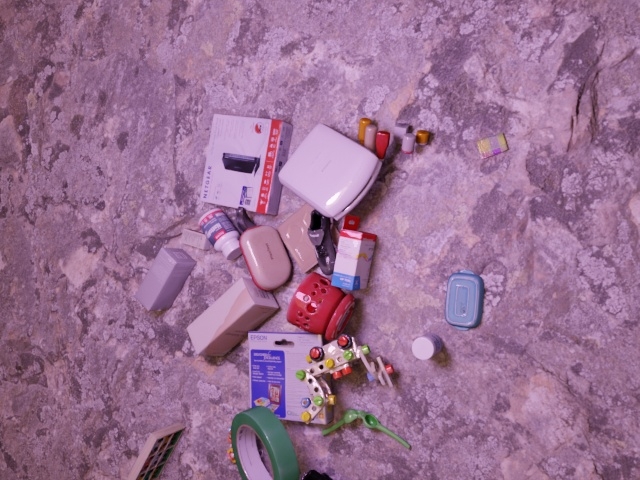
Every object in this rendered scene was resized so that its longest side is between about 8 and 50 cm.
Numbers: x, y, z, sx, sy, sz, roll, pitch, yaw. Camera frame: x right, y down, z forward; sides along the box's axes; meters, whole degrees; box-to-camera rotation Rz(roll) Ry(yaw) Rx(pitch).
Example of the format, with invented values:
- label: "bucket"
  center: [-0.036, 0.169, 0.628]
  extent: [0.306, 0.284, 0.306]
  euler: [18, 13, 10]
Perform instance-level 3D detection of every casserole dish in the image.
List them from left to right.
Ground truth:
- label: "casserole dish"
  center: [0.435, 0.184, 1.673]
  extent: [0.114, 0.037, 0.188]
  euler: [5, 92, 27]

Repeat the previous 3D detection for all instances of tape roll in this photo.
- label: "tape roll"
  center: [-0.191, 0.720, 1.833]
  extent: [0.321, 0.077, 0.321]
  euler: [19, 114, 49]

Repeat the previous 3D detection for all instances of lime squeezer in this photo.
- label: "lime squeezer"
  center: [0.137, 0.611, 1.796]
  extent: [0.311, 0.059, 0.109]
  euler: [-1, 88, 25]

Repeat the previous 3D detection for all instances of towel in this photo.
- label: "towel"
  center: [0.518, -0.286, 1.659]
  extent: [0.083, 0.009, 0.060]
  euler: [-18, 80, 24]

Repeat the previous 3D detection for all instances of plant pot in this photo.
- label: "plant pot"
  center: [0.008, 0.223, 1.802]
  extent: [0.174, 0.191, 0.191]
  euler: [27, 100, 15]

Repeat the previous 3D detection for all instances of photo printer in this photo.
- label: "photo printer"
  center: [0.035, -0.220, 1.776]
  extent: [0.256, 0.107, 0.307]
  euler: [-51, 50, 1]

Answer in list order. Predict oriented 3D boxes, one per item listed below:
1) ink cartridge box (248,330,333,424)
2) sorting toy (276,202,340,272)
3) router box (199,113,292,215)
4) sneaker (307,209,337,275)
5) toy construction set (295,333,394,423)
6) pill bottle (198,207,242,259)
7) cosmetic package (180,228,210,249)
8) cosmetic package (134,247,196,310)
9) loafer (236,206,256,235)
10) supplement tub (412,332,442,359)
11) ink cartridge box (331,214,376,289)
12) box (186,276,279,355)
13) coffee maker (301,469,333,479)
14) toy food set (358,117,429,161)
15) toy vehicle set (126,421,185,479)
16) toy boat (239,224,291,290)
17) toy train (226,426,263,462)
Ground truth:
- label: "ink cartridge box"
  center: [-0.109, 0.470, 1.916]
  extent: [0.304, 0.072, 0.307]
  euler: [-3, 85, 27]
- label: "sorting toy"
  center: [-0.036, -0.019, 1.912]
  extent: [0.193, 0.038, 0.208]
  euler: [-39, 68, 20]
- label: "router box"
  center: [-0.275, -0.279, 2.006]
  extent: [0.301, 0.082, 0.335]
  euler: [11, 94, 26]
- label: "sneaker"
  center: [0.000, 0.000, 1.807]
  extent: [0.078, 0.106, 0.234]
  euler: [-9, 81, 29]
- label: "toy construction set"
  center: [0.065, 0.426, 1.741]
  extent: [0.328, 0.151, 0.215]
  euler: [-20, 67, 2]
- label: "pill bottle"
  center: [-0.361, -0.020, 2.028]
  extent: [0.108, 0.108, 0.180]
  euler: [-45, 71, 18]
- label: "cosmetic package"
  center: [-0.479, -0.005, 2.121]
  extent: [0.115, 0.041, 0.060]
  euler: [17, 96, 25]
- label: "cosmetic package"
  center: [-0.603, 0.152, 2.132]
  extent: [0.107, 0.127, 0.238]
  euler: [41, 104, 21]
- label: "loafer"
  center: [-0.258, -0.055, 1.971]
  extent: [0.061, 0.170, 0.062]
  euler: [0, 46, 14]
- label: "supplement tub"
  center: [0.328, 0.324, 1.681]
  extent: [0.071, 0.107, 0.070]
  euler: [-1, 88, 26]
- label: "ink cartridge box"
  center: [0.114, 0.039, 1.778]
  extent: [0.078, 0.134, 0.230]
  euler: [12, 94, 25]
- label: "box"
  center: [-0.317, 0.278, 1.968]
  extent: [0.311, 0.148, 0.121]
  euler: [-43, 58, 20]
- label: "coffee maker"
  center: [0.020, 0.842, 1.783]
  extent: [0.178, 0.171, 0.120]
  euler: [23, 75, 20]
- label: "toy food set"
  center: [0.223, -0.311, 1.759]
  extent: [0.232, 0.111, 0.104]
  euler: [14, 126, 15]
- label: "toy vehicle set"
  center: [-0.637, 0.831, 2.107]
  extent: [0.035, 0.166, 0.266]
  euler: [34, 103, 23]
- label: "toy boat"
  center: [-0.207, 0.069, 1.948]
  extent: [0.151, 0.151, 0.231]
  euler: [-32, 78, 58]
- label: "toy train"
  center: [-0.294, 0.768, 2.007]
  extent: [0.166, 0.046, 0.125]
  euler: [30, 102, 24]
